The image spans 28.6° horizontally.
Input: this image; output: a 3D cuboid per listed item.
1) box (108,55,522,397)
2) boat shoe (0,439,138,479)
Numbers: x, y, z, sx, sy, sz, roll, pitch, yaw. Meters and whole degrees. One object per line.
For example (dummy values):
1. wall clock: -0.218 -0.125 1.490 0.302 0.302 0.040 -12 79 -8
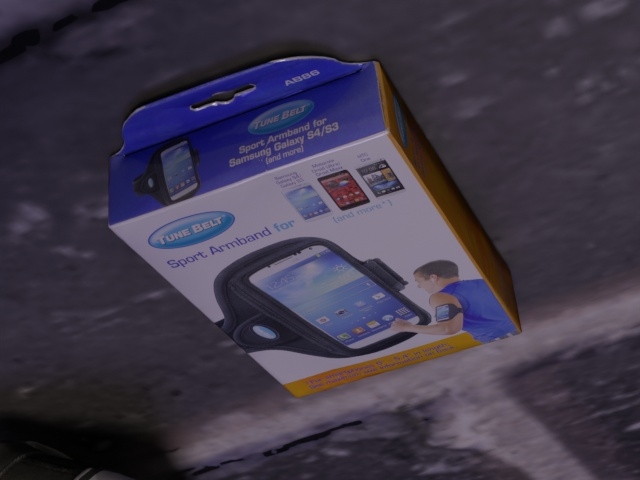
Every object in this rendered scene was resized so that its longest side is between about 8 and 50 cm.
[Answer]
1. box: 0.000 0.000 0.363 0.081 0.028 0.136 -18 147 17
2. boat shoe: -0.092 0.133 0.516 0.070 0.078 0.219 24 154 16
